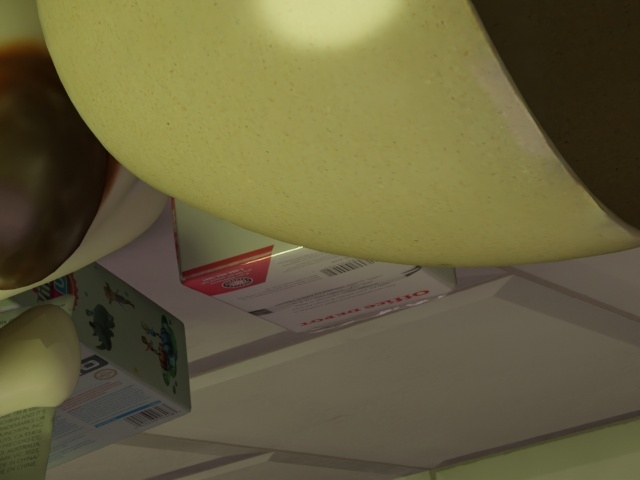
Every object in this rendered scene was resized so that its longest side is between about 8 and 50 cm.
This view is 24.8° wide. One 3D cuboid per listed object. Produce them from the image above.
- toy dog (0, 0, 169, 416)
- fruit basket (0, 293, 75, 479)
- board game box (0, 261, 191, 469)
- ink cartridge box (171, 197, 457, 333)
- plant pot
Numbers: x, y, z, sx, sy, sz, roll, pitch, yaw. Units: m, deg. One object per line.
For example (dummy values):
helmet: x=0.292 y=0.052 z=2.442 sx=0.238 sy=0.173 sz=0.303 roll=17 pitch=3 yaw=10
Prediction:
toy dog: x=-0.255 y=-0.054 z=0.706 sx=0.408 sy=0.284 sz=0.395 roll=-16 pitch=139 yaw=17
fruit basket: x=-0.311 y=0.202 z=0.902 sx=0.327 sy=0.353 sz=0.165 roll=-17 pitch=124 yaw=12
board game box: x=-0.278 y=0.074 z=1.113 sx=0.224 sy=0.097 sz=0.303 roll=-24 pitch=142 yaw=22
ink cartridge box: x=0.000 y=0.000 z=1.183 sx=0.158 sy=0.092 sz=0.218 roll=-16 pitch=158 yaw=20
plant pot: x=0.004 y=-0.109 z=0.565 sx=0.191 sy=0.284 sz=0.284 roll=-19 pitch=159 yaw=28
